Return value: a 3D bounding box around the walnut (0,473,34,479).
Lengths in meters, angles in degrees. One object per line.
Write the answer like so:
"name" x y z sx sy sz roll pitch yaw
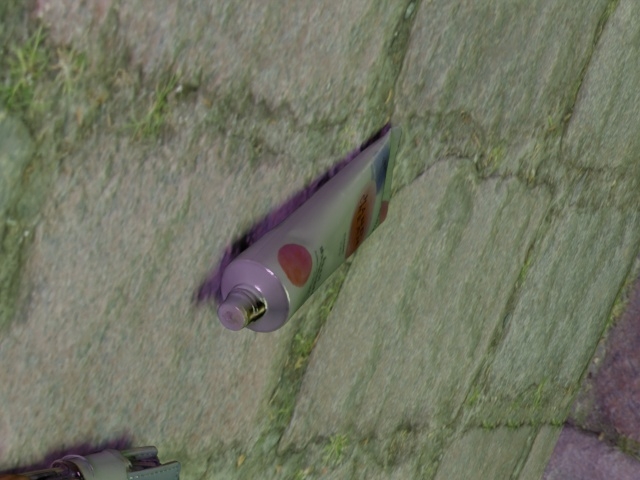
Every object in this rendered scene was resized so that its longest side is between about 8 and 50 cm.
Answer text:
"walnut" -0.253 0.284 1.127 0.213 0.213 0.213 -44 148 -37

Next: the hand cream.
"hand cream" 0.000 0.000 1.506 0.341 0.078 0.124 -41 145 -49

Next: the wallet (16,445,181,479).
"wallet" -0.220 0.266 1.322 0.231 0.069 0.170 1 117 -62
